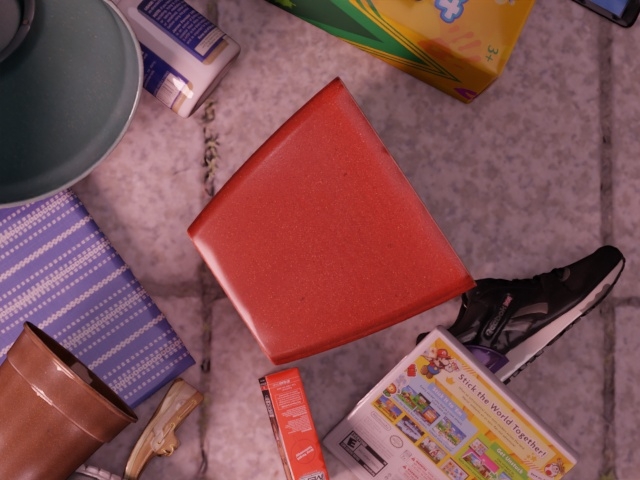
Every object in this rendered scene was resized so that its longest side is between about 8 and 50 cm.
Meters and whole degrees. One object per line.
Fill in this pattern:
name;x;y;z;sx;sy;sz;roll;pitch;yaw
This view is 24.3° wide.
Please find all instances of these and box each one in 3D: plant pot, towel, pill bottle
plant pot;0.000;0.000;1.698;0.235;0.267;0.267;-33;89;2
towel;-0.340;0.079;1.743;0.243;0.040;0.336;-36;91;-12
plant pot;-0.368;-0.210;1.659;0.293;0.293;0.196;-27;47;-10
plant pot;-0.316;0.205;1.637;0.167;0.167;0.165;41;85;-2
pill bottle;-0.198;-0.242;1.758;0.186;0.112;0.112;39;79;-2

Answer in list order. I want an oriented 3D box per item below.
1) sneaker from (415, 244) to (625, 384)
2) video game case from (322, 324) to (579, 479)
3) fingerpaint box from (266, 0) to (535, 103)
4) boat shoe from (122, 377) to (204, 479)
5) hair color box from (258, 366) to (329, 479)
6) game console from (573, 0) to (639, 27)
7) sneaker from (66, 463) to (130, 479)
sneaker;0.237;0.077;1.789;0.283;0.107;0.124;-39;84;-10
video game case;0.151;0.244;1.745;0.227;0.026;0.206;43;109;-1
fingerpaint box;0.129;-0.453;1.804;0.371;0.163;0.445;27;80;-4
boat shoe;-0.183;0.227;1.734;0.045;0.050;0.135;30;80;2
hair color box;-0.031;0.223;1.746;0.043;0.072;0.141;-16;85;-10
game console;0.365;-0.360;1.870;0.144;0.124;0.085;27;54;-5
sneaker;-0.246;0.307;1.697;0.166;0.065;0.076;17;53;-4
